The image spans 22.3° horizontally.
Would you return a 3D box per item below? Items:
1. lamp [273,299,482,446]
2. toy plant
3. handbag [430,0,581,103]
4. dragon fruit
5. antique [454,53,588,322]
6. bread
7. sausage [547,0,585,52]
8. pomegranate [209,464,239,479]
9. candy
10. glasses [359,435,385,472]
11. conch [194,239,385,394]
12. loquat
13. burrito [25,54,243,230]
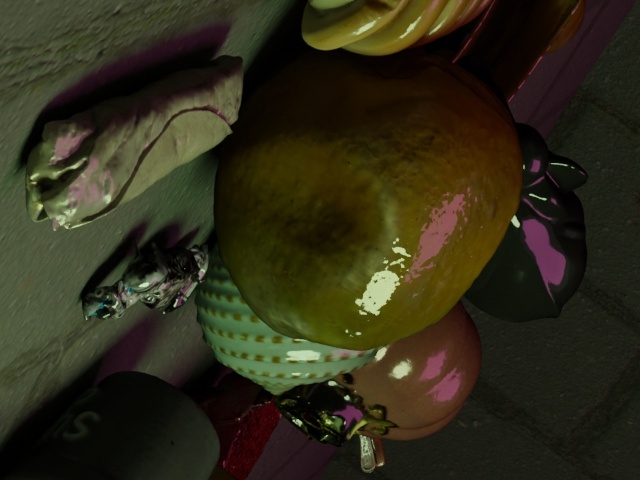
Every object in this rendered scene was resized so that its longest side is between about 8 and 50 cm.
[{"bbox_3d":[0.048,0.137,2.038,0.239,0.305,0.305,-57,172,-24],"label":"lamp"},{"bbox_3d":[-0.258,0.302,1.529,0.400,0.280,0.185,-53,134,-45],"label":"toy plant"},{"bbox_3d":[0.189,-0.200,2.079,0.401,0.133,0.283,-56,174,13],"label":"handbag"},{"bbox_3d":[-0.136,0.238,2.108,0.274,0.126,0.161,-57,165,-45],"label":"dragon fruit"},{"bbox_3d":[0.197,-0.049,1.842,0.185,0.322,0.255,-27,-150,1],"label":"antique"},{"bbox_3d":[0.096,-0.256,1.438,0.311,0.121,0.172,-34,150,-62],"label":"bread"},{"bbox_3d":[0.329,-0.326,2.335,0.112,0.112,0.328,-54,171,1],"label":"sausage"},{"bbox_3d":[-0.209,0.442,1.863,0.410,0.410,0.410,-51,170,-13],"label":"pomegranate"},{"bbox_3d":[-0.155,0.037,1.519,0.094,0.051,0.226,-45,170,15],"label":"candy"},{"bbox_3d":[0.044,0.196,2.371,0.118,0.268,0.234,-35,171,0],"label":"glasses"},{"bbox_3d":[0.012,0.012,1.752,0.319,0.215,0.303,-55,180,12],"label":"conch"},{"bbox_3d":[0.044,-0.043,1.487,0.276,0.276,0.283,-27,127,-68],"label":"loquat"},{"bbox_3d":[-0.126,-0.081,1.208,0.275,0.059,0.082,-37,146,-60],"label":"burrito"}]
